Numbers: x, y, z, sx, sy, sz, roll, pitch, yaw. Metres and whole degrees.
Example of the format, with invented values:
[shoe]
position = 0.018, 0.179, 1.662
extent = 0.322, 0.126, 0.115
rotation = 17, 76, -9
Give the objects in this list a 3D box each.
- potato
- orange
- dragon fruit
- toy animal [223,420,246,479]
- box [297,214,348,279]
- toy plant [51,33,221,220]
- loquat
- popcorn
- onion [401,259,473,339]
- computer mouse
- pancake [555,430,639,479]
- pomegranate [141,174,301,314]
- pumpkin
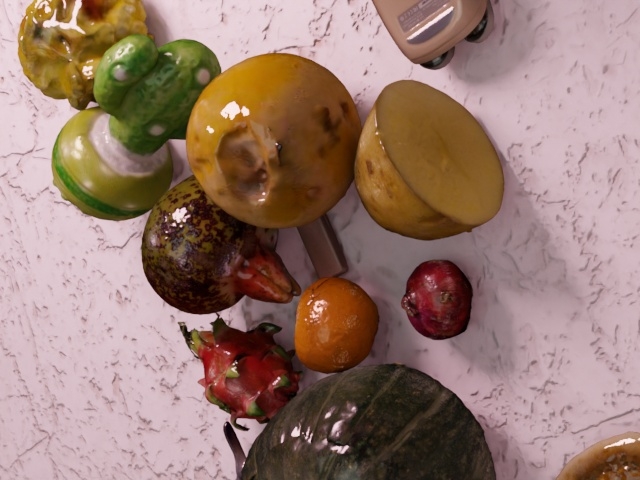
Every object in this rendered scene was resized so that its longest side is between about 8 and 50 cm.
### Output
[potato]
position = 0.116, -0.075, 1.377
extent = 0.203, 0.178, 0.158
rotation = 44, 139, 3
[orange]
position = 0.022, 0.116, 1.503
extent = 0.118, 0.135, 0.135
rotation = 0, 99, 4
[dragon fruit]
position = -0.126, 0.177, 1.623
extent = 0.236, 0.135, 0.137
rotation = 44, 126, 27
[toy animal]
position = -0.151, 0.466, 1.720
extent = 0.195, 0.090, 0.324
rotation = 41, 122, 26
[box]
position = 0.000, 0.000, 1.561
extent = 0.048, 0.025, 0.115
rotation = -30, 79, 32
[toy plant]
position = -0.254, -0.173, 1.620
extent = 0.316, 0.224, 0.184
rotation = -44, 44, 41
[loquat]
position = -0.057, -0.132, 1.444
extent = 0.244, 0.244, 0.243
rotation = 8, 103, 37
[popcorn]
position = -0.363, -0.307, 1.700
extent = 0.218, 0.169, 0.189
rotation = -38, 80, 17
[onion]
position = 0.148, 0.077, 1.415
extent = 0.107, 0.097, 0.107
rotation = 15, 108, 58
[computer mouse]
position = 0.124, -0.334, 1.366
extent = 0.145, 0.082, 0.236
rotation = -33, 79, 36
[pancake]
position = 0.390, 0.352, 1.303
extent = 0.282, 0.049, 0.282
rotation = 5, 99, 35
[pomegranate]
position = -0.132, 0.021, 1.556
extent = 0.248, 0.214, 0.214
rotation = 34, 118, 23
[pumpkin]
position = 0.056, 0.319, 1.430
extent = 0.291, 0.257, 0.328
rotation = 52, 134, 2
